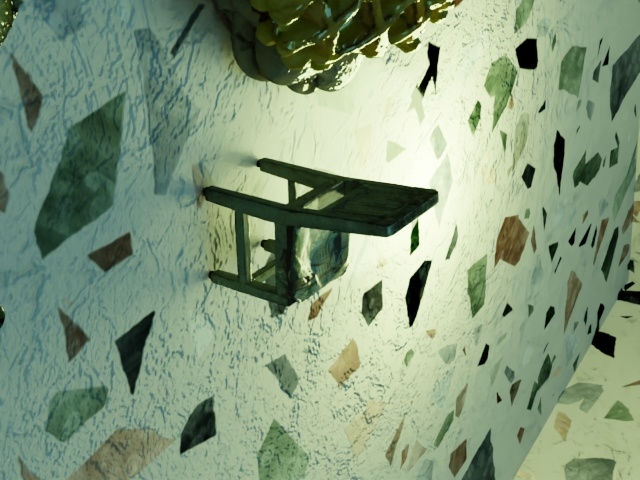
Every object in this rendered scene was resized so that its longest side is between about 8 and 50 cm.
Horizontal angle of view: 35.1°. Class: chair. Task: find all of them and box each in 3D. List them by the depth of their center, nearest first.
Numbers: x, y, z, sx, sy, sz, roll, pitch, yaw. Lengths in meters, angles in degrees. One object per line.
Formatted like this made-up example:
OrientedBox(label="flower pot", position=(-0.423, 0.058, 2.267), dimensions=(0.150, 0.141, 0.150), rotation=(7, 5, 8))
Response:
OrientedBox(label="chair", position=(0.000, 0.000, 1.260), dimensions=(0.136, 0.270, 0.147), rotation=(-34, 131, -50))

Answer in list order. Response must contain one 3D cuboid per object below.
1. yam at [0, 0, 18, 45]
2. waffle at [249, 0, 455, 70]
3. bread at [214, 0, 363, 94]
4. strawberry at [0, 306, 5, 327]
OrientedBox(label="yam", position=(-0.334, -0.158, 0.794), dimensions=(0.259, 0.106, 0.106), rotation=(-48, 141, -37))
OrientedBox(label="waffle", position=(0.079, -0.354, 1.097), dimensions=(0.380, 0.095, 0.382), rotation=(-20, 141, -47))
OrientedBox(label="bread", position=(-0.043, -0.301, 1.216), dimensions=(0.183, 0.102, 0.337), rotation=(-56, 144, -30))
OrientedBox(label="strawberry", position=(-0.383, 0.088, 0.831), dimensions=(0.236, 0.107, 0.175), rotation=(-40, 174, -41))
